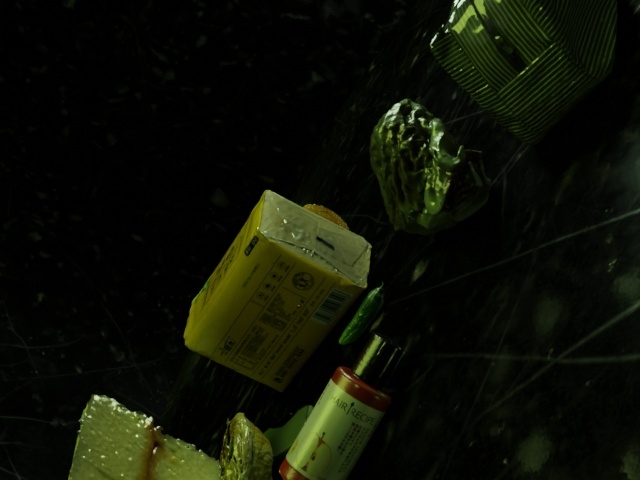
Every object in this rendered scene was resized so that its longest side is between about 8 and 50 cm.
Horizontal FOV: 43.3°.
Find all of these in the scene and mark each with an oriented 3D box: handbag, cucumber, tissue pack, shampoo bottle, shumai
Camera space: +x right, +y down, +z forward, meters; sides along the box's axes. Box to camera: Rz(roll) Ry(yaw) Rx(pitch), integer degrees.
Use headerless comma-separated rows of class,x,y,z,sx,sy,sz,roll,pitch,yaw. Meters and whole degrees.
handbag,0.328,-0.351,1.305,0.247,0.240,0.341,-45,17,39
cucumber,0.090,0.149,1.604,0.168,0.039,0.039,-58,11,24
tissue pack,-0.101,0.121,1.874,0.382,0.293,0.228,-54,18,29
shampoo bottle,0.044,0.279,1.304,0.278,0.104,0.104,-60,11,1
shumai,0.210,-0.120,1.414,0.189,0.256,0.218,-38,34,-22

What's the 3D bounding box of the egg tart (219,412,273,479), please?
egg tart,-0.157,0.477,1.647,0.252,0.098,0.232,-99,27,-48

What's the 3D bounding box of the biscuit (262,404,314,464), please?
biscuit,-0.088,0.425,1.695,0.322,0.038,0.099,-45,22,51

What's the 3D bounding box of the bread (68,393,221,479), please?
bread,-0.329,0.530,1.510,0.242,0.345,0.405,146,137,-79

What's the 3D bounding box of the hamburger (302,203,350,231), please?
hamburger,0.003,-0.004,2.043,0.118,0.182,0.191,-39,-22,33

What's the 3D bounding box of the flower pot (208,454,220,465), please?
flower pot,-0.237,0.566,1.862,0.111,0.089,0.111,-57,12,20
